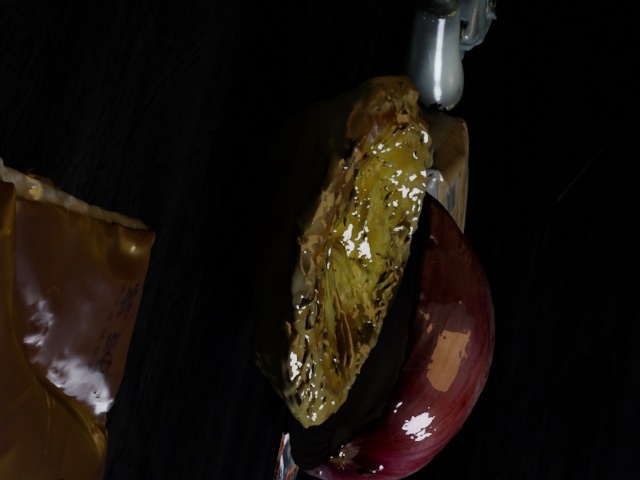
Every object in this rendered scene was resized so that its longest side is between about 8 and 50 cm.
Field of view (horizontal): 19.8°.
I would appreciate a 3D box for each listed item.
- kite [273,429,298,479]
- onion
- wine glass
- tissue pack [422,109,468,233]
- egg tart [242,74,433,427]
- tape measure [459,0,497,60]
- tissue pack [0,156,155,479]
[{"bbox_3d":[-0.026,0.211,1.562,0.241,0.014,0.183,-69,168,-56],"label":"kite"},{"bbox_3d":[0.066,0.051,1.421,0.227,0.120,0.284,-36,-136,57],"label":"onion"},{"bbox_3d":[0.108,-0.200,1.758,0.155,0.072,0.072,93,11,-46],"label":"wine glass"},{"bbox_3d":[0.092,-0.020,1.806,0.222,0.090,0.186,-61,157,-70],"label":"tissue pack"},{"bbox_3d":[0.000,0.000,1.203,0.252,0.098,0.232,78,30,-60],"label":"egg tart"},{"bbox_3d":[0.163,-0.270,1.985,0.330,0.084,0.164,-22,127,-78],"label":"tape measure"},{"bbox_3d":[-0.121,0.085,0.487,0.183,0.092,0.226,21,82,-82],"label":"tissue pack"}]
